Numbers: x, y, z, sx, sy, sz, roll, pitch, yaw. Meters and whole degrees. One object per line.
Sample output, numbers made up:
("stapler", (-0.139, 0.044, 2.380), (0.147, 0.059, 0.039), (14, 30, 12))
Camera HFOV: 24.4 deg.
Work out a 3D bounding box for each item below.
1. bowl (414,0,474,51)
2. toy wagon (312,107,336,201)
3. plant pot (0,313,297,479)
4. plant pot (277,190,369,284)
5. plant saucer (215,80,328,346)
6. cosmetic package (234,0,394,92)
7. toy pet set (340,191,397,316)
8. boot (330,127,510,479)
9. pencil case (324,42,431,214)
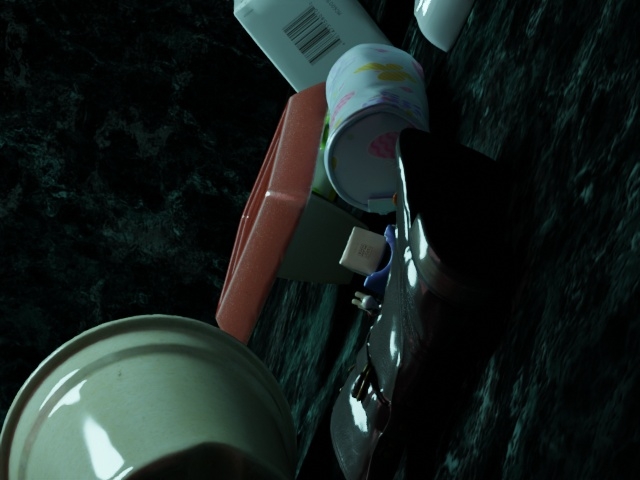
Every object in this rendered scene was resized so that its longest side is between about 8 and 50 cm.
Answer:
("bowl", (0.145, -0.295, 1.638), (0.142, 0.053, 0.142), (-79, 9, -55))
("toy wagon", (-0.008, -0.107, 2.294), (0.267, 0.068, 0.344), (-89, 18, -71))
("plant pot", (-0.151, 0.270, 1.488), (0.305, 0.334, 0.333), (-146, 75, -72))
("plant pot", (0.000, 0.000, 1.792), (0.109, 0.096, 0.109), (-128, 57, -81))
("plant saucer", (-0.060, -0.033, 1.753), (0.259, 0.048, 0.258), (-81, 12, -52))
("cosmetic package", (-0.020, -0.340, 2.212), (0.155, 0.197, 0.365), (-38, 17, 9))
("toy pet set", (0.076, 0.016, 1.389), (0.114, 0.065, 0.122), (28, -98, -61))
("boot", (0.062, 0.054, 1.159), (0.263, 0.091, 0.229), (-86, 16, -58))
("pencil case", (0.060, -0.124, 1.582), (0.273, 0.114, 0.124), (-88, 10, -69))
